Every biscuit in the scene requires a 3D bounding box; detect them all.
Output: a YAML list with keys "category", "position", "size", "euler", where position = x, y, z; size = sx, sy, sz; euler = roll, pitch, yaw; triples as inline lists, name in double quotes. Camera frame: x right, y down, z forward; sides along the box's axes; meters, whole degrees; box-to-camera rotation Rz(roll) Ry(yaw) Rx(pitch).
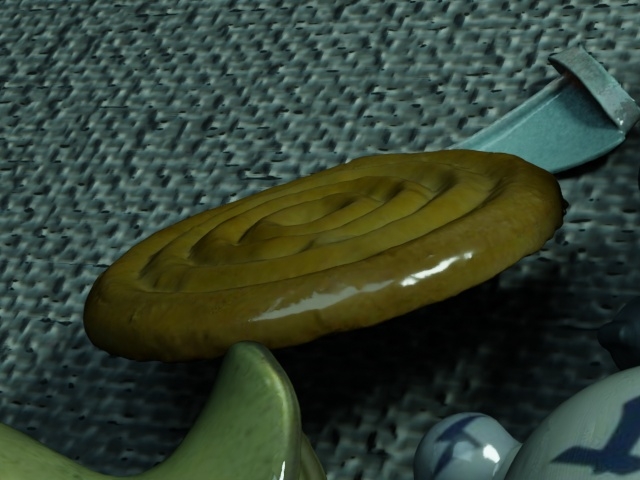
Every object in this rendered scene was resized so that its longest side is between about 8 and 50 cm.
- category: "biscuit"
  position: [0.000, -0.001, 0.761]
  size: [0.261, 0.037, 0.262]
  euler: [-15, 13, 3]

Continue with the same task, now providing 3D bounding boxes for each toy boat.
- category: "toy boat"
  position: [0.122, -0.060, 0.858]
  size: [0.122, 0.034, 0.096]
  euler: [-35, 41, 3]

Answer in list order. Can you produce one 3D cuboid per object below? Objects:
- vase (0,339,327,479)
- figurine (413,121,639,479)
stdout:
- category: "vase"
  position: [-0.142, 0.214, 0.586]
  size: [0.302, 0.241, 0.329]
  euler: [-5, 65, 2]
- category: "figurine"
  position: [0.168, 0.074, 0.588]
  size: [0.261, 0.186, 0.382]
  euler: [-8, 49, 32]
